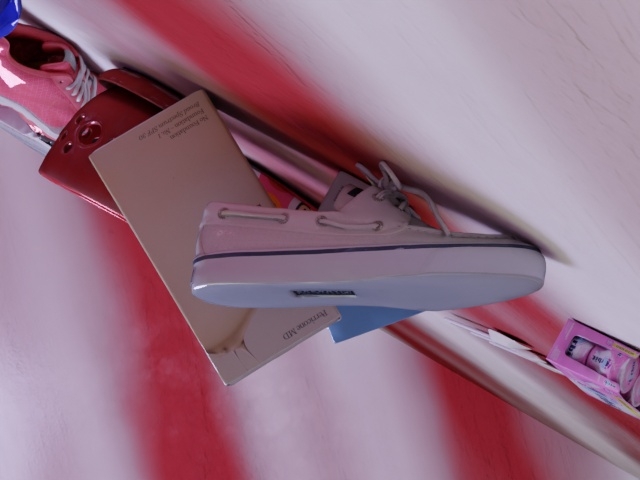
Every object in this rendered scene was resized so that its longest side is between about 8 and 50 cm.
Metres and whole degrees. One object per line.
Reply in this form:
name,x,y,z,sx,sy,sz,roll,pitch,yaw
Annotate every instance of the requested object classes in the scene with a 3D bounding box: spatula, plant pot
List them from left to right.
plant pot,-0.241,-0.114,1.660,0.191,0.174,0.191,30,174,3
spatula,0.332,0.185,2.293,0.168,0.019,0.242,26,178,-30

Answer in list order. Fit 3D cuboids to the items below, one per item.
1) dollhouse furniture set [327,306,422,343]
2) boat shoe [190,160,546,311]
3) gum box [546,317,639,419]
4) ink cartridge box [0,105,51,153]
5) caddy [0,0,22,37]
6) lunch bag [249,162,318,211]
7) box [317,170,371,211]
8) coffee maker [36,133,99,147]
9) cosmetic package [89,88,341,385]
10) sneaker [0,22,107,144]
dollhouse furniture set,0.000,0.000,1.689,0.286,0.303,0.198,-79,-31,-75
boat shoe,0.049,-0.014,1.339,0.367,0.156,0.136,-2,161,13
gum box,0.377,0.172,1.656,0.107,0.062,0.188,25,174,36
ink cartridge box,-0.449,-0.207,2.168,0.211,0.121,0.289,27,174,25
caddy,-0.482,-0.290,1.332,0.341,0.179,0.241,32,150,-23
lunch bag,-0.136,-0.061,1.968,0.258,0.120,0.293,37,171,-28
box,0.042,-0.012,1.508,0.101,0.102,0.087,29,177,2
coffee maker,-0.344,-0.164,1.958,0.171,0.120,0.178,39,179,30
cosmetic package,-0.120,-0.001,1.496,0.309,0.160,0.113,57,177,6
sneaker,-0.361,-0.213,1.732,0.136,0.115,0.314,-13,160,36
